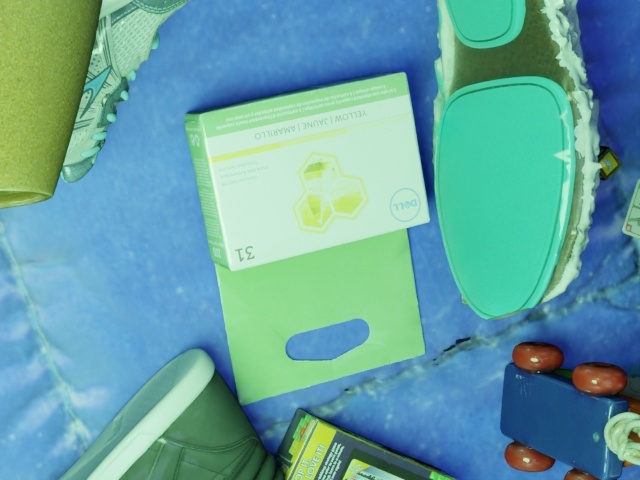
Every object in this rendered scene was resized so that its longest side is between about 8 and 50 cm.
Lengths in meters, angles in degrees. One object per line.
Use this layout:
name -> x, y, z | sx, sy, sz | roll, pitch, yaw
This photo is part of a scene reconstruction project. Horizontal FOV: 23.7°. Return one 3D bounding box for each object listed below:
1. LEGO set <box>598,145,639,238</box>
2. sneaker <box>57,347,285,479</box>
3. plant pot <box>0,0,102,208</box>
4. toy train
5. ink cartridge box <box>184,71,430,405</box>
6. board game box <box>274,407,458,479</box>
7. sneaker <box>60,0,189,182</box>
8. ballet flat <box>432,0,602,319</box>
LEGO set -> 0.342, -0.071, 1.296 | 0.244, 0.060, 0.182 | 19, 88, -23
sneaker -> -0.143, 0.233, 1.126 | 0.296, 0.104, 0.147 | -46, 105, -14
plant pot -> -0.226, -0.148, 0.907 | 0.237, 0.237, 0.254 | -3, 85, -20
toy train -> 0.259, 0.148, 1.193 | 0.143, 0.248, 0.105 | 0, 97, -25
ink cartridge box -> 0.000, 0.000, 1.178 | 0.171, 0.056, 0.235 | -14, 100, -19
board game box -> 0.011, 0.239, 1.217 | 0.141, 0.048, 0.170 | 26, 88, -20
sneaker -> -0.183, -0.115, 1.080 | 0.283, 0.110, 0.122 | -35, 120, -6
ballet flat -> 0.164, -0.144, 1.185 | 0.147, 0.147, 0.408 | -9, 101, -19
